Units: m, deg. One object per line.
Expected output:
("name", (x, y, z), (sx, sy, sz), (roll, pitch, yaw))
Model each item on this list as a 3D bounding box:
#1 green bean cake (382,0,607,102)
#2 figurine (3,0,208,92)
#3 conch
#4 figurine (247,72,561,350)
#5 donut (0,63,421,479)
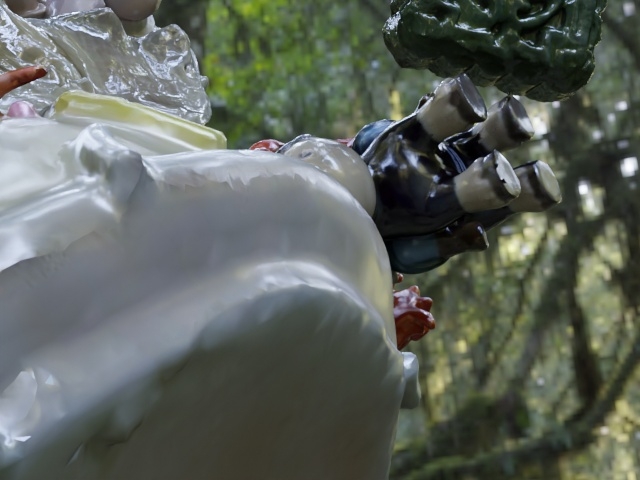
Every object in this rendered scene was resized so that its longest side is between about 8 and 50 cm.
("green bean cake", (0.161, -0.227, 1.329), (0.185, 0.183, 0.094), (14, -4, -4))
("figurine", (-0.172, -0.120, 0.984), (0.256, 0.144, 0.182), (27, -64, -24))
("conch", (-0.186, -0.032, 0.774), (0.324, 0.263, 0.186), (-6, -54, 41))
("figurine", (0.002, -0.001, 1.267), (0.306, 0.241, 0.412), (-29, -1, -36))
("donut", (-0.122, 0.126, 0.460), (0.142, 0.383, 0.382), (31, -7, 24))
